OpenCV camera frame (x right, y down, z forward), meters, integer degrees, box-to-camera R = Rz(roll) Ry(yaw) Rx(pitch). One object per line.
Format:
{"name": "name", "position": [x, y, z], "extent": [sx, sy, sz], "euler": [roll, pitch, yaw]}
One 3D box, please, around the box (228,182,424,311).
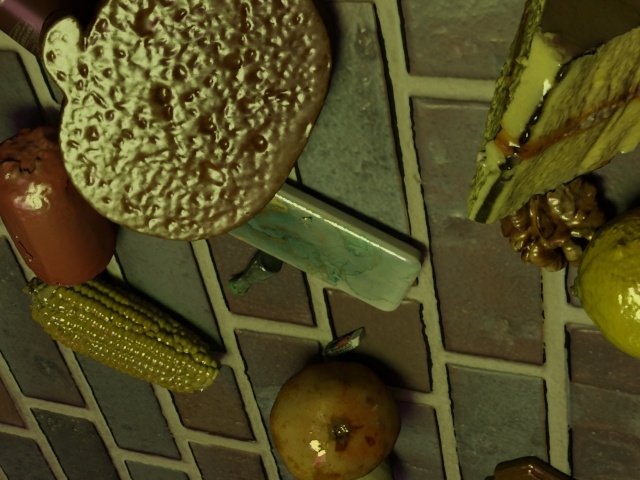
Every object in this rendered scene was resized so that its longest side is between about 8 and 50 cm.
{"name": "box", "position": [0.000, 0.000, 1.579], "extent": [0.285, 0.044, 0.142], "euler": [26, 143, 1]}

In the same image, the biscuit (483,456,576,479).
{"name": "biscuit", "position": [0.351, 0.441, 1.856], "extent": [0.182, 0.034, 0.215], "euler": [29, 139, -2]}

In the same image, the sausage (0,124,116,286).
{"name": "sausage", "position": [-0.393, -0.047, 1.654], "extent": [0.152, 0.152, 0.279], "euler": [10, 139, 18]}

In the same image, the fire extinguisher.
{"name": "fire extinguisher", "position": [-0.290, -0.247, 1.424], "extent": [0.337, 0.114, 0.135], "euler": [38, 170, -11]}

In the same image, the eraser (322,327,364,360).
{"name": "eraser", "position": [0.034, 0.161, 1.737], "extent": [0.019, 0.027, 0.099], "euler": [44, 137, -16]}

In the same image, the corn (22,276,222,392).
{"name": "corn", "position": [-0.327, 0.149, 1.839], "extent": [0.347, 0.130, 0.130], "euler": [28, 139, -8]}

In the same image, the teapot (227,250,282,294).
{"name": "teapot", "position": [-0.101, 0.050, 1.687], "extent": [0.043, 0.043, 0.111], "euler": [38, 142, -12]}

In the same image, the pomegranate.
{"name": "pomegranate", "position": [0.022, 0.286, 1.737], "extent": [0.207, 0.207, 0.207], "euler": [15, 138, 14]}

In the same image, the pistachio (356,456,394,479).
{"name": "pistachio", "position": [0.053, 0.388, 1.889], "extent": [0.185, 0.124, 0.124], "euler": [44, 136, -22]}

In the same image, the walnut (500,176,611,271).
{"name": "walnut", "position": [0.283, -0.022, 1.387], "extent": [0.143, 0.069, 0.170], "euler": [-9, 131, 32]}

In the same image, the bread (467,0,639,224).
{"name": "bread", "position": [0.268, -0.140, 1.137], "extent": [0.198, 0.236, 0.263], "euler": [25, 141, 6]}

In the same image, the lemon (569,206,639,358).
{"name": "lemon", "position": [0.409, 0.049, 1.300], "extent": [0.231, 0.192, 0.192], "euler": [-9, 130, 13]}

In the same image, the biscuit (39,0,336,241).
{"name": "biscuit", "position": [-0.168, -0.184, 1.345], "extent": [0.350, 0.070, 0.394], "euler": [25, 117, -20]}
